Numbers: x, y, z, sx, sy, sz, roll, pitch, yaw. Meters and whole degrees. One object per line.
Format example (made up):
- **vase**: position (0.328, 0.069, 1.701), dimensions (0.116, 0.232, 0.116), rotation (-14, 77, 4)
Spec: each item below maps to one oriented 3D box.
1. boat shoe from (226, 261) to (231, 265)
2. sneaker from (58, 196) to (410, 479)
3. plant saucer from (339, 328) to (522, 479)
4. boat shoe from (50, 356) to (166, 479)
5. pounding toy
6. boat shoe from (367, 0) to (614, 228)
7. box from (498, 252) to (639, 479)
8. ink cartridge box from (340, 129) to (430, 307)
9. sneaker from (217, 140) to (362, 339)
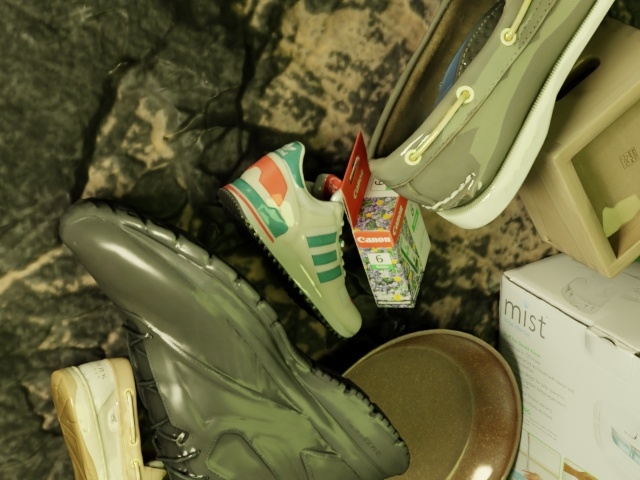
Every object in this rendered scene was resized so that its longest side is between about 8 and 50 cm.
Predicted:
- **boat shoe**: position (-0.055, 0.086, 1.305), dimensions (0.056, 0.049, 0.152), rotation (-25, 122, -22)
- **sneaker**: position (-0.070, 0.091, 1.220), dimensions (0.130, 0.109, 0.286), rotation (-46, 107, -7)
- **plant saucer**: position (0.058, 0.151, 1.419), dimensions (0.198, 0.036, 0.198), rotation (-12, 116, -27)
- **boat shoe**: position (-0.131, 0.154, 1.275), dimensions (0.059, 0.063, 0.170), rotation (-21, 121, -20)
- **pounding toy**: position (0.242, -0.060, 1.420), dimensions (0.181, 0.094, 0.206), rotation (-41, 128, -13)
- **boat shoe**: position (0.127, -0.161, 1.283), dimensions (0.091, 0.109, 0.305), rotation (24, 90, -30)
- **box**: position (0.250, 0.157, 1.418), dimensions (0.127, 0.262, 0.231), rotation (-14, 117, -31)
- **ink cartridge box**: position (0.046, -0.014, 1.316), dimensions (0.115, 0.029, 0.063), rotation (71, 27, -42)
- **sneaker**: position (0.000, 0.000, 1.300), dimensions (0.075, 0.057, 0.161), rotation (-43, 127, -7)
